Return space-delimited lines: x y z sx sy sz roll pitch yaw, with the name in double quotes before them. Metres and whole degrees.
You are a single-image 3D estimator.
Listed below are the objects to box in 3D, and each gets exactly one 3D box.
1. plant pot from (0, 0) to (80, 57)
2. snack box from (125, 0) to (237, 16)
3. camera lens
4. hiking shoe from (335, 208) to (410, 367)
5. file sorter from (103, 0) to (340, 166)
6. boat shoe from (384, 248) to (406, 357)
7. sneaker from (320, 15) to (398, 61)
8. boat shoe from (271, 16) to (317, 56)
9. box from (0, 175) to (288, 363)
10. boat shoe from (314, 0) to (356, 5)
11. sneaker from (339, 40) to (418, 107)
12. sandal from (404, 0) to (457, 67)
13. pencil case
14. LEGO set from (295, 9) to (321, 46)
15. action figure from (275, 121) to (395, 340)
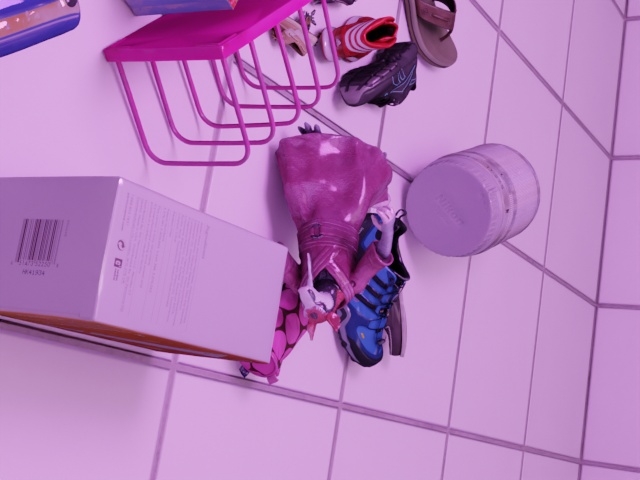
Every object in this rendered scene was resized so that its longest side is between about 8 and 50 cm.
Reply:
"plant pot" -0.394 -0.288 1.025 0.236 0.212 0.236 -37 122 -49
"snack box" -0.168 -0.414 1.406 0.070 0.174 0.207 57 45 -46
"camera lens" 0.332 -0.088 2.157 0.274 0.219 0.219 -21 108 -55
"hiking shoe" 0.101 0.094 1.885 0.113 0.132 0.304 -17 106 -56
"file sorter" -0.124 -0.247 1.461 0.291 0.202 0.182 -46 131 -47
"boat shoe" 0.133 0.126 2.001 0.081 0.068 0.228 -103 -172 -76
"sneaker" 0.101 -0.375 1.860 0.221 0.128 0.087 -41 125 -56
"boat shoe" -0.057 -0.351 1.698 0.135 0.050 0.045 24 96 -48
"box" -0.232 0.045 1.289 0.345 0.215 0.168 24 72 -55
"boat shoe" -0.002 -0.456 1.789 0.065 0.075 0.206 -47 156 15
"sneaker" 0.127 -0.302 1.941 0.267 0.101 0.106 -42 128 -48
"sandal" 0.235 -0.495 2.112 0.120 0.086 0.303 -57 136 -39
"pencil case" -0.059 0.142 1.678 0.098 0.095 0.209 48 45 -7
"LEGO set" -0.024 -0.379 1.778 0.054 0.023 0.083 -58 150 -35
"action figure" 0.000 0.000 1.684 0.276 0.248 0.370 85 10 -64
